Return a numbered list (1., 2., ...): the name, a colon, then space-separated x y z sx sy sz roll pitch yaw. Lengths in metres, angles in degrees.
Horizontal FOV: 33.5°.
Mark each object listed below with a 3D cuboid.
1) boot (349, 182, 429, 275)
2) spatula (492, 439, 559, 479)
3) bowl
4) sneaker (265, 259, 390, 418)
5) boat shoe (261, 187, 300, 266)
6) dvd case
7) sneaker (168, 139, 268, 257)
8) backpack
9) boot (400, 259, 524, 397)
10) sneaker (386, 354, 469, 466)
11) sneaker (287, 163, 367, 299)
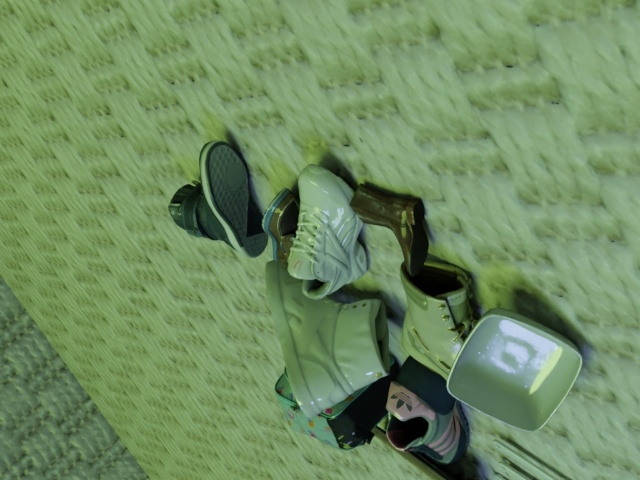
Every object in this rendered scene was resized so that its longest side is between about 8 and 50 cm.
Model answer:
1. boot: 0.087 -0.016 1.395 0.114 0.037 0.107 16 114 41
2. spatula: 0.356 0.385 1.575 0.242 0.019 0.168 32 155 30
3. bowl: 0.241 0.153 1.326 0.142 0.053 0.142 25 119 1
4. sneaker: 0.019 0.118 1.621 0.108 0.169 0.293 54 -167 -47
5. boat shoe: -0.040 -0.015 1.583 0.066 0.066 0.183 34 160 16
6. dvd case: 0.167 0.370 1.761 0.221 0.018 0.164 34 175 25
7. sneaker: -0.183 -0.079 1.673 0.163 0.086 0.226 24 146 35
8. backpack: 0.018 0.235 1.704 0.188 0.166 0.144 0 125 52
9. boot: 0.192 0.122 1.402 0.213 0.077 0.165 30 146 32
10. sneaker: 0.147 0.277 1.605 0.112 0.131 0.319 32 153 30
11. sneaker: 0.000 0.000 1.473 0.090 0.115 0.232 27 147 35
